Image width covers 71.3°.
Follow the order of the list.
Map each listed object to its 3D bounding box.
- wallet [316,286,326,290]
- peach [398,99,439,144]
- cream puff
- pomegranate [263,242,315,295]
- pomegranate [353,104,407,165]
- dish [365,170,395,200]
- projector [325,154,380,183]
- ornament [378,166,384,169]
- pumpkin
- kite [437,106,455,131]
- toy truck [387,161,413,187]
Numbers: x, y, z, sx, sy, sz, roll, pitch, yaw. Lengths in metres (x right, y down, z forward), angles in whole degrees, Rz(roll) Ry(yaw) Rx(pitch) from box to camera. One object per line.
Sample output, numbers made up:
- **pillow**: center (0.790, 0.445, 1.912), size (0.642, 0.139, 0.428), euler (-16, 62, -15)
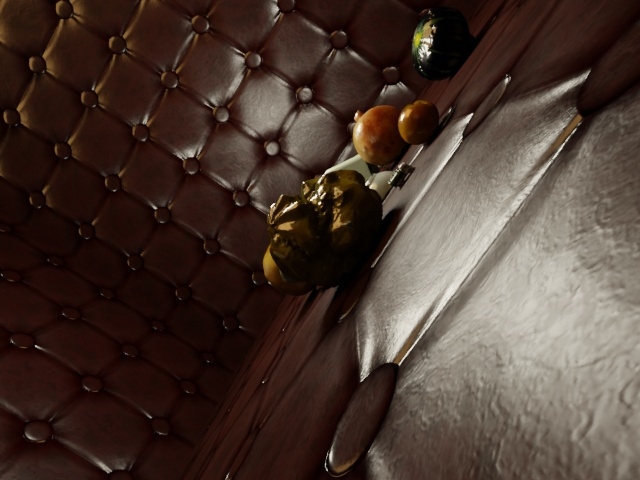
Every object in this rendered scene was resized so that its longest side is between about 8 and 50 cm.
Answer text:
- **wallet**: center (0.030, 0.127, 1.560), size (0.095, 0.026, 0.176), euler (-55, 3, -15)
- **peach**: center (0.305, -0.366, 1.390), size (0.138, 0.138, 0.138), euler (-57, 3, 4)
- **cream puff**: center (-0.011, -0.053, 1.269), size (0.378, 0.275, 0.378), euler (-46, 25, 29)
- **pomegranate**: center (-0.093, 0.079, 1.819), size (0.307, 0.307, 0.307), euler (-57, 3, 4)
- **pomegranate**: center (0.250, -0.463, 1.922), size (0.252, 0.270, 0.229), euler (-50, -7, -10)
- **dish**: center (0.193, -0.177, 1.649), size (0.224, 0.078, 0.246), euler (-60, 4, -31)
- **projector**: center (0.163, -0.309, 2.117), size (0.242, 0.164, 0.177), euler (-24, 5, 19)
- **ornament**: center (0.269, -0.344, 2.302), size (0.156, 0.081, 0.075), euler (-53, 41, 35)
- **pumpkin**: center (0.534, -0.834, 1.920), size (0.296, 0.295, 0.296), euler (-57, 3, 4)
- **kite**: center (0.376, -0.364, 1.333), size (0.090, 0.004, 0.122), euler (-56, 3, 27)
- **toy truck**: center (0.245, -0.200, 1.365), size (0.083, 0.044, 0.039), euler (-56, 6, 16)
